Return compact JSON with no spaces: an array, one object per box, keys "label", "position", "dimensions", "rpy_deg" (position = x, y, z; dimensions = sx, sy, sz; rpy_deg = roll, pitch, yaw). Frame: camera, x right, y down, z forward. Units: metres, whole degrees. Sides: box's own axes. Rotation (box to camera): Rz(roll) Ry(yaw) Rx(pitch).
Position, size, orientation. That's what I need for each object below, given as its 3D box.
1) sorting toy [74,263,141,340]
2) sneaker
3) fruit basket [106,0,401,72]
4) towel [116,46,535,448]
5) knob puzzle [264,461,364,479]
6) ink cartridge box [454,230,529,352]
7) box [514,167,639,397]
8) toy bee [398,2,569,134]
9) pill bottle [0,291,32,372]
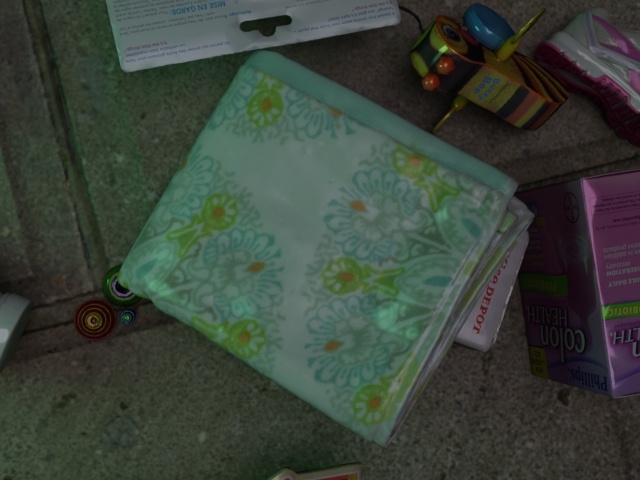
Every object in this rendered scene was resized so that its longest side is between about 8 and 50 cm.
[{"label":"sorting toy","position":[-0.243,0.076,1.052],"dimensions":[0.061,0.042,0.102],"rpy_deg":[38,82,-7]},{"label":"sneaker","position":[0.405,-0.207,1.146],"dimensions":[0.252,0.103,0.111],"rpy_deg":[38,84,-7]},{"label":"fruit basket","position":[-0.102,-0.384,1.029],"dimensions":[0.327,0.165,0.353],"rpy_deg":[-13,90,-10]},{"label":"towel","position":[0.000,0.000,0.991],"dimensions":[0.374,0.090,0.320],"rpy_deg":[31,85,14]},{"label":"knob puzzle","position":[-0.034,0.345,0.984],"dimensions":[0.213,0.030,0.213],"rpy_deg":[-4,100,-24]},{"label":"ink cartridge box","position":[0.119,0.025,1.092],"dimensions":[0.219,0.092,0.160],"rpy_deg":[22,83,-8]},{"label":"box","position":[0.330,0.046,1.068],"dimensions":[0.117,0.213,0.243],"rpy_deg":[-9,90,-10]},{"label":"toy bee","position":[0.166,-0.204,1.075],"dimensions":[0.298,0.162,0.195],"rpy_deg":[14,130,-1]},{"label":"pill bottle","position":[-0.454,0.055,0.964],"dimensions":[0.264,0.146,0.146],"rpy_deg":[24,84,-9]}]
